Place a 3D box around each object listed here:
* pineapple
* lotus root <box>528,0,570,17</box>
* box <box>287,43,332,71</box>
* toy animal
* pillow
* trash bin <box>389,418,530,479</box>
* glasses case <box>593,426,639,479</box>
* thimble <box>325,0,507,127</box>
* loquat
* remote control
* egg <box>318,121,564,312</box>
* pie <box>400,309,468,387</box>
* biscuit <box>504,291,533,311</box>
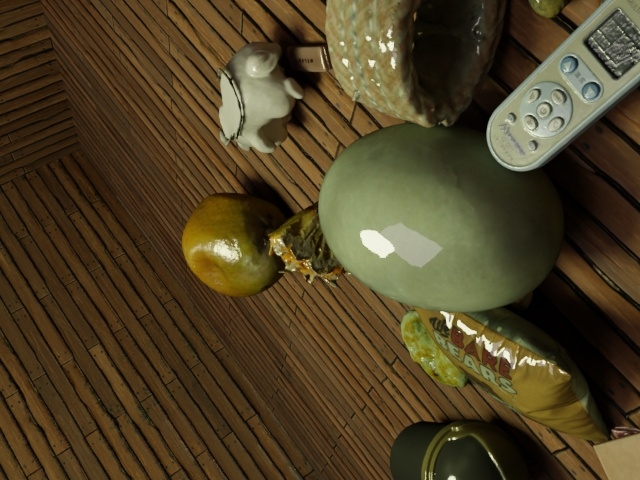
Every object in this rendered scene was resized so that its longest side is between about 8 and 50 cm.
[{"bbox_3d":[0.000,0.000,1.362,0.236,0.186,0.114,22,168,-31],"label":"pineapple"},{"bbox_3d":[0.241,-0.289,0.682,0.049,0.054,0.099,1,122,38],"label":"lotus root"},{"bbox_3d":[-0.021,-0.333,1.157,0.115,0.025,0.048,23,139,51],"label":"box"},{"bbox_3d":[-0.135,-0.279,1.283,0.325,0.154,0.208,14,121,67],"label":"toy animal"},{"bbox_3d":[0.290,0.184,0.999,0.310,0.119,0.312,36,172,45],"label":"pillow"},{"bbox_3d":[0.280,0.468,1.289,0.214,0.214,0.334,59,160,-2],"label":"trash bin"},{"bbox_3d":[0.476,0.290,0.894,0.193,0.070,0.102,122,134,-57],"label":"glasses case"},{"bbox_3d":[0.115,-0.262,0.768,0.148,0.196,0.229,34,119,45],"label":"thimble"},{"bbox_3d":[-0.202,0.001,1.615,0.284,0.276,0.276,-16,105,46],"label":"loquat"},{"bbox_3d":[0.277,-0.167,0.679,0.244,0.047,0.087,-46,66,42],"label":"remote control"},{"bbox_3d":[0.156,-0.035,0.879,0.352,0.258,0.258,22,138,41],"label":"egg"},{"bbox_3d":[0.235,0.217,1.286,0.187,0.041,0.187,42,150,31],"label":"pie"},{"bbox_3d":[0.268,0.060,1.003,0.118,0.061,0.183,34,173,-29],"label":"biscuit"}]
